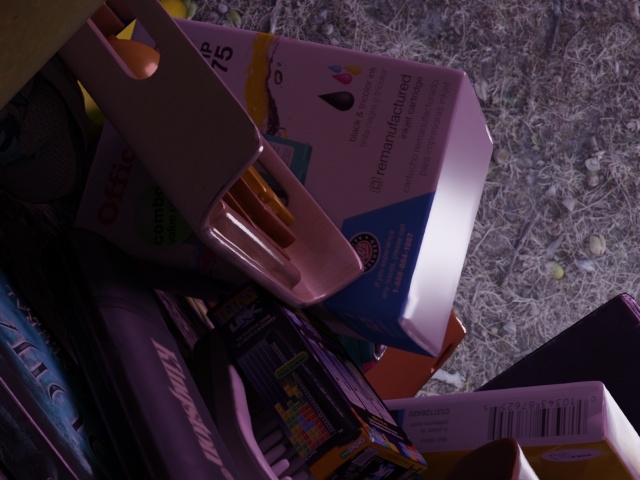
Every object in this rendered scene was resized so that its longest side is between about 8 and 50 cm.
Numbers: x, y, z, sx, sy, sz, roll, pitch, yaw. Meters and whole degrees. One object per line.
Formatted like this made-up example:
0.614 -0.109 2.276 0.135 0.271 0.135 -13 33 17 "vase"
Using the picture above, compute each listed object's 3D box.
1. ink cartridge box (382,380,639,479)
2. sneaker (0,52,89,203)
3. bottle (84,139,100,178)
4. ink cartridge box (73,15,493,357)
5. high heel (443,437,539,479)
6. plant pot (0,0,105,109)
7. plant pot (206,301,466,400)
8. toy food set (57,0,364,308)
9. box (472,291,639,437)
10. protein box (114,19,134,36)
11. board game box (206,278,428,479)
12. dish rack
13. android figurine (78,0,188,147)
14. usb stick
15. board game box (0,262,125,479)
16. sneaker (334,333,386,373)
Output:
0.176 0.241 1.270 0.307 0.303 0.072 50 39 -44 "ink cartridge box"
-0.220 -0.077 0.727 0.283 0.110 0.122 53 24 -57 "sneaker"
-0.205 -0.115 1.223 0.283 0.092 0.118 52 9 -20 "bottle"
-0.022 -0.041 1.054 0.270 0.198 0.197 13 -9 16 "ink cartridge box"
0.110 0.266 0.694 0.181 0.127 0.377 57 29 -10 "high heel"
-0.171 -0.140 0.463 0.276 0.254 0.276 53 2 -3 "plant pot"
0.025 0.084 1.450 0.291 0.203 0.291 53 2 -3 "plant pot"
-0.070 -0.085 0.808 0.220 0.092 0.306 51 2 18 "toy food set"
0.383 0.394 1.623 0.472 0.297 0.480 55 -11 22 "box"
-0.228 -0.223 0.904 0.201 0.200 0.136 53 13 5 "protein box"
0.001 0.108 0.909 0.141 0.048 0.170 52 4 23 "board game box"
-0.003 0.198 0.913 0.285 0.072 0.333 53 3 -15 "dish rack"
-0.215 -0.179 1.119 0.248 0.056 0.273 49 36 -13 "android figurine"
-0.082 0.089 0.654 0.077 0.045 0.278 51 3 -43 "usb stick"
-0.138 0.079 0.634 0.186 0.026 0.126 53 2 -4 "board game box"
0.000 0.000 1.214 0.124 0.178 0.296 -12 92 -76 "sneaker"
